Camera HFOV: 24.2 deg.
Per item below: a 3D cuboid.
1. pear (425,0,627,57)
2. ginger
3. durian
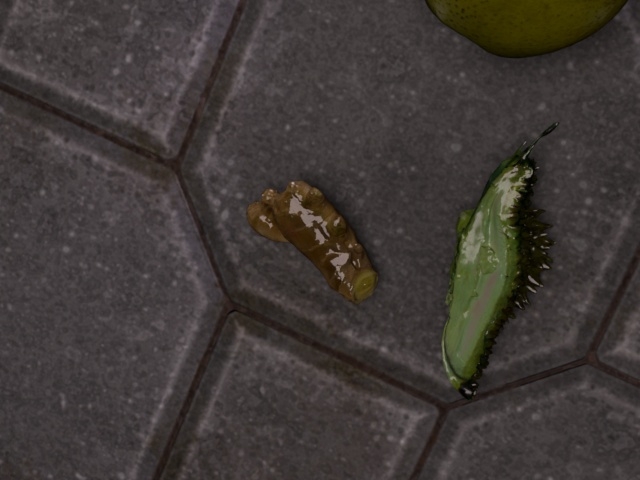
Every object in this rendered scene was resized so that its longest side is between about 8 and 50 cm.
[{"bbox_3d":[0.245,-0.355,1.773,0.294,0.294,0.294,2,98,13],"label":"pear"},{"bbox_3d":[0.000,-0.013,1.968,0.205,0.081,0.115,34,110,8],"label":"ginger"},{"bbox_3d":[0.229,0.021,1.907,0.132,0.106,0.375,16,102,13],"label":"durian"}]
